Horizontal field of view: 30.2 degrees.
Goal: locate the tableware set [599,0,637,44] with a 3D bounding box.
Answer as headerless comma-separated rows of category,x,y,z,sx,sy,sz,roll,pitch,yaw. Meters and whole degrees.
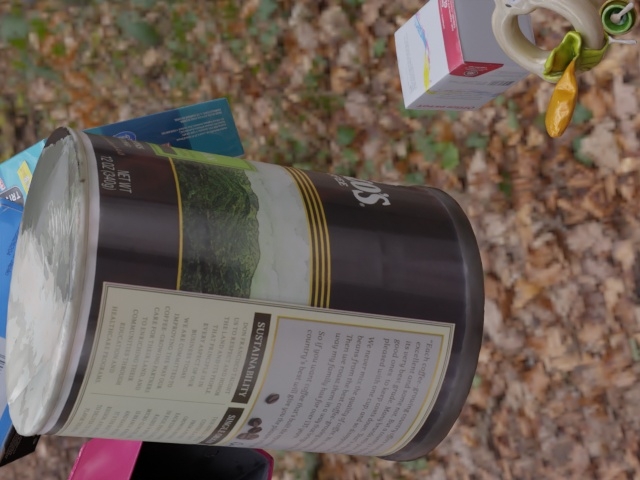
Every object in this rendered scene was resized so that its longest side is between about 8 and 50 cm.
tableware set,0.340,-0.310,1.466,0.104,0.024,0.154,8,122,26

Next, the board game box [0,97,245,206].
board game box,-0.293,-0.071,1.449,0.336,0.254,0.079,-18,91,49

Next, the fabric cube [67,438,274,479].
fabric cube,-0.271,0.454,1.995,0.258,0.259,0.254,-37,26,37

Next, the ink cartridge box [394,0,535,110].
ink cartridge box,0.205,-0.274,1.702,0.176,0.128,0.127,147,119,-61

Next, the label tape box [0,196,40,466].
label tape box,-0.312,0.101,1.266,0.333,0.106,0.240,124,168,-84

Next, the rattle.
rattle,0.202,-0.222,1.267,0.200,0.142,0.130,42,165,-20

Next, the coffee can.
coffee can,-0.057,0.043,0.812,0.201,0.275,0.201,-172,90,-66
